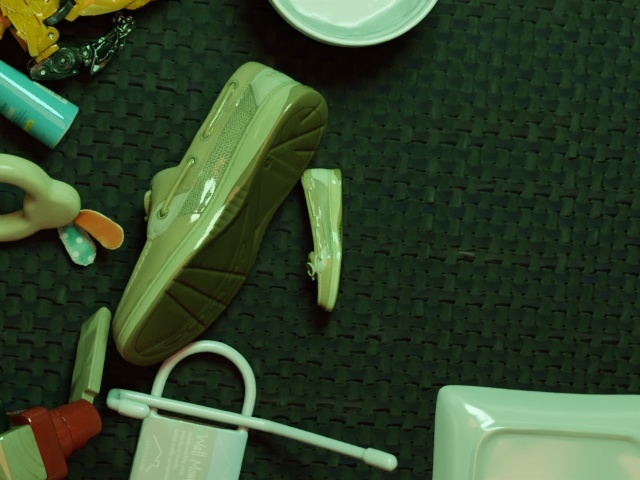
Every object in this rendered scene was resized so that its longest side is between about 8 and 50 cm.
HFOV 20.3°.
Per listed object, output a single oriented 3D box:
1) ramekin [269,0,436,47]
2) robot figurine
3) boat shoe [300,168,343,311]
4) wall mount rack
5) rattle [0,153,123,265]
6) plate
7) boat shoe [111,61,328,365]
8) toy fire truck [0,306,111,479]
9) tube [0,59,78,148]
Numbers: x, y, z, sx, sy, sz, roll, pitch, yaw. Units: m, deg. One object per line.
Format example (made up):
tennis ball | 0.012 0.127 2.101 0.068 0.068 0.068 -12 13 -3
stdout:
ramekin | 0.027 -0.304 1.874 0.207 0.109 0.207 0 93 -8
robot figurine | -0.230 -0.297 1.835 0.291 0.085 0.211 -35 123 -5
boat shoe | 0.000 -0.001 1.913 0.048 0.056 0.153 1 91 2
wall mount rack | -0.097 0.292 1.874 0.304 0.130 0.350 13 92 -8
rattle | -0.309 -0.065 1.882 0.199 0.143 0.130 8 124 -22
plate | 0.257 0.304 1.962 0.277 0.045 0.278 4 93 -8
boat shoe | -0.123 -0.027 1.876 0.110 0.121 0.341 31 85 30
toy fire truck | -0.315 0.184 1.835 0.246 0.217 0.159 -22 96 -48
tube | -0.350 -0.173 1.853 0.207 0.080 0.052 34 61 -10
